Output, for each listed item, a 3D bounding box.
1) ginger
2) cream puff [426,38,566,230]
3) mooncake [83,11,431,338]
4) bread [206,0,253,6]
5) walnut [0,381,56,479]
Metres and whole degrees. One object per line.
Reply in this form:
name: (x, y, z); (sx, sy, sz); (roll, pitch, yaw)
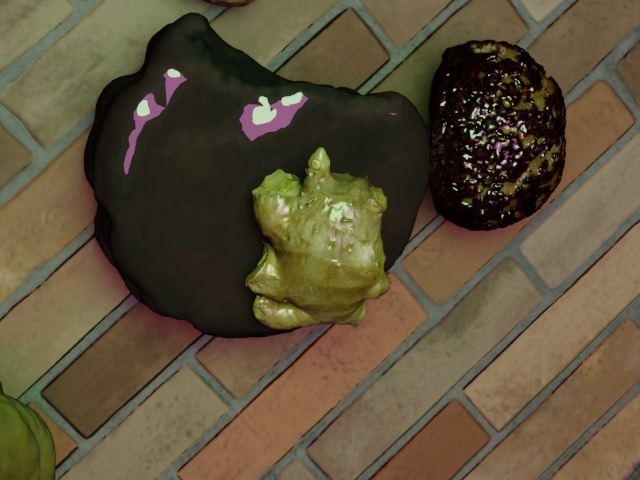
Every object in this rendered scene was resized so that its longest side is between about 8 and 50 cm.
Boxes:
ginger: (0.000, 0.000, 1.113); (0.157, 0.102, 0.216); (5, 116, 8)
cream puff: (0.215, -0.127, 1.282); (0.165, 0.239, 0.239); (3, 99, 15)
mooncake: (-0.090, -0.065, 1.219); (0.381, 0.212, 0.350); (29, 92, -24)
bread: (-0.135, -0.381, 1.208); (0.244, 0.123, 0.190); (28, 92, -16)
walnut: (-0.449, 0.255, 1.145); (0.277, 0.282, 0.253); (-55, 148, 3)
